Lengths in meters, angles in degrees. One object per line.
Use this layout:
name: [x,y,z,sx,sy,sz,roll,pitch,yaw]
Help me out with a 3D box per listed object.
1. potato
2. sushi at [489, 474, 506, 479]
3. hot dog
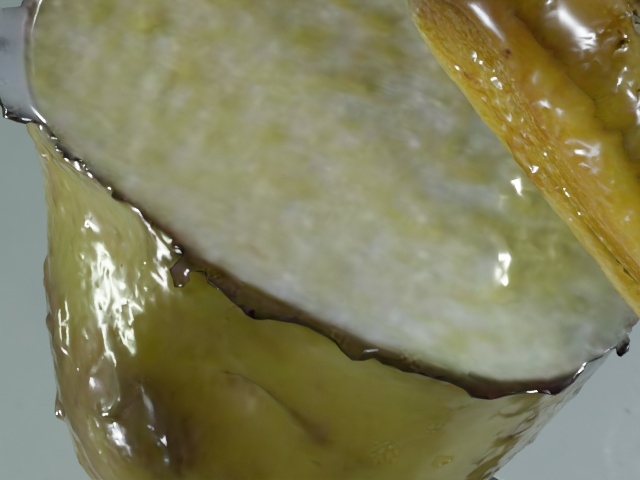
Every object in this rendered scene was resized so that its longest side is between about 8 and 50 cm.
potato: [0.000,0.000,0.812,0.301,0.237,0.288,40,60,19]
sushi: [0.067,0.197,1.308,0.192,0.215,0.050,28,104,16]
hot dog: [0.124,0.026,0.495,0.061,0.286,0.088,-44,22,-17]
